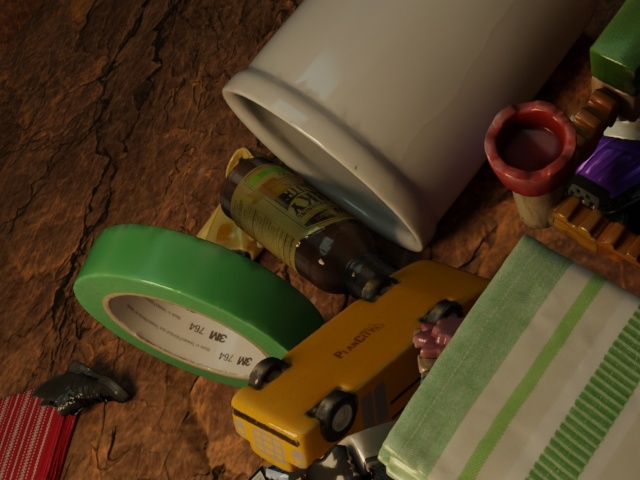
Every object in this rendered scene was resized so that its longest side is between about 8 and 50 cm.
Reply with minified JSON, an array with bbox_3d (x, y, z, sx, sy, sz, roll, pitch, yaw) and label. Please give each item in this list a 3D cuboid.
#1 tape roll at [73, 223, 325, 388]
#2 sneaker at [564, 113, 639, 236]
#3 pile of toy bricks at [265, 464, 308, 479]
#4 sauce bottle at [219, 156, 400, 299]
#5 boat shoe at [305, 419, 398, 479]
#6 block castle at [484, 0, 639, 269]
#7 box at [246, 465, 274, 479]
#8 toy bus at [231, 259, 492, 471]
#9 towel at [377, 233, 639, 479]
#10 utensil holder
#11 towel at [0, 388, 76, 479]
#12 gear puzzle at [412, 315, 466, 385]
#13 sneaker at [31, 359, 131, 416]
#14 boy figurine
[{"bbox_3d":[-0.155,0.094,1.398,0.321,0.321,0.077,-4,56,44],"label":"tape roll"},{"bbox_3d":[0.323,-0.055,1.215,0.293,0.102,0.146,3,62,47],"label":"sneaker"},{"bbox_3d":[0.032,0.297,1.132,0.212,0.118,0.105,8,104,37],"label":"pile of toy bricks"},{"bbox_3d":[0.000,0.000,1.468,0.344,0.111,0.111,36,86,38],"label":"sauce bottle"},{"bbox_3d":[0.155,0.234,1.037,0.158,0.341,0.127,65,146,19],"label":"boat shoe"},{"bbox_3d":[0.401,-0.162,1.033,0.303,0.213,0.453,34,79,25],"label":"block castle"},{"bbox_3d":[-0.007,0.347,1.198,0.036,0.114,0.207,-46,36,6],"label":"box"},{"bbox_3d":[0.060,0.138,1.161,0.108,0.130,0.333,21,42,37],"label":"toy bus"},{"bbox_3d":[0.242,0.171,0.896,0.325,0.038,0.248,32,76,22],"label":"towel"},{"bbox_3d":[0.118,-0.234,1.406,0.385,0.327,0.327,-52,36,-6],"label":"utensil holder"},{"bbox_3d":[-0.503,0.339,1.789,0.275,0.031,0.198,-19,46,36],"label":"towel"},{"bbox_3d":[0.260,0.113,1.018,0.339,0.044,0.175,0,26,-1],"label":"gear puzzle"},{"bbox_3d":[-0.374,0.244,1.697,0.170,0.051,0.089,19,65,40],"label":"sneaker"},{"bbox_3d":[-0.129,-0.014,1.661,0.177,0.092,0.285,-1,61,49],"label":"boy figurine"}]
